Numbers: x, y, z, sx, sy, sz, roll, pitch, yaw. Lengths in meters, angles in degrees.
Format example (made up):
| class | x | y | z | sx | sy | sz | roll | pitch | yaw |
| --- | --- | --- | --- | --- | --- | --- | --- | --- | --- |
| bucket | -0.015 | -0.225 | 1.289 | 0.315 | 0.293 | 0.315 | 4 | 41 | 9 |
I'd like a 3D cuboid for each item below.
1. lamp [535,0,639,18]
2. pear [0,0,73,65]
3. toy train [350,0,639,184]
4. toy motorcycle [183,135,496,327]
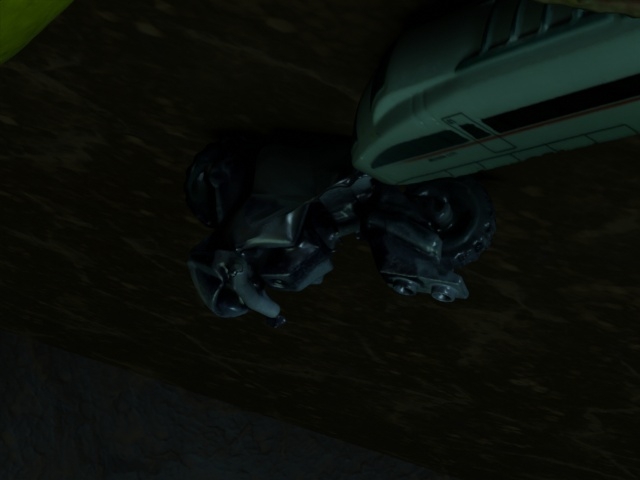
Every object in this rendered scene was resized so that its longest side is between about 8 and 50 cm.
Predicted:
| class | x | y | z | sx | sy | sz | roll | pitch | yaw |
| --- | --- | --- | --- | --- | --- | --- | --- | --- | --- |
| lamp | 0.116 | -0.164 | 0.545 | 0.274 | 0.177 | 0.177 | 12 | 162 | 16 |
| pear | -0.248 | -0.210 | 0.514 | 0.352 | 0.352 | 0.413 | 0 | 147 | 44 |
| toy train | 0.114 | -0.102 | 0.886 | 0.088 | 0.086 | 0.407 | 25 | 161 | -27 |
| toy motorcycle | 0.000 | 0.000 | 1.195 | 0.270 | 0.159 | 0.106 | 12 | 159 | 22 |
